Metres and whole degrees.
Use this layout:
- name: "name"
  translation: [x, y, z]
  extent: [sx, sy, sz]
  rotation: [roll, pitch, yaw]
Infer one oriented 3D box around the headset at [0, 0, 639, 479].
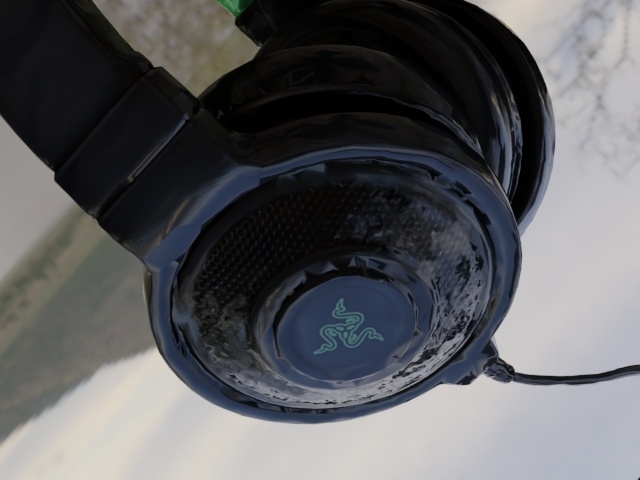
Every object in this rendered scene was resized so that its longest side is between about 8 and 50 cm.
- name: "headset"
  translation: [0.000, 0.000, 0.622]
  extent: [0.185, 0.394, 0.243]
  rotation: [-45, -175, 24]
